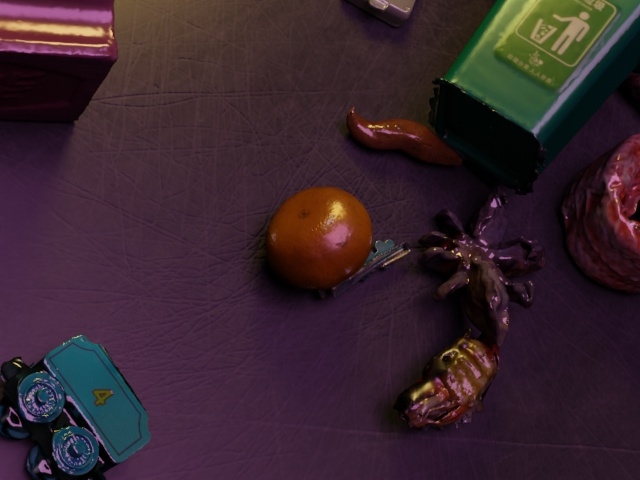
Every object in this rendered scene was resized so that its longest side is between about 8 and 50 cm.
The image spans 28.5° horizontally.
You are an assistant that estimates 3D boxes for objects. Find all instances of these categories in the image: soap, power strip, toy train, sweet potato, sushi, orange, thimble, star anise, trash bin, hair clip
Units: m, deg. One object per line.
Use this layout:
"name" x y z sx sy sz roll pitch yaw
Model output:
"soap" -0.458 -0.250 1.600 0.360 0.233 0.128 0 74 -25
"power strip" 0.122 -0.473 2.046 0.118 0.046 0.270 25 65 -12
"toy train" -0.311 0.217 1.583 0.154 0.107 0.198 -33 88 -37
"sweet potato" 0.129 -0.157 1.939 0.202 0.055 0.058 14 32 -17
"sushi" 0.200 0.208 1.824 0.097 0.103 0.226 35 58 25
"orange" 0.000 0.000 1.772 0.124 0.156 0.156 54 51 -45
"thimble" 0.512 -0.043 2.010 0.239 0.162 0.239 8 70 -23
"star anise" 0.250 0.023 1.895 0.198 0.110 0.257 40 48 6
"trash bin" 0.351 -0.282 1.956 0.259 0.295 0.381 36 72 15
"hair clip" 0.061 0.037 1.846 0.173 0.049 0.049 -28 86 -35

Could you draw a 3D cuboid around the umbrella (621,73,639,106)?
"umbrella" 0.516 -0.332 2.154 0.090 0.094 0.326 -35 88 -15
